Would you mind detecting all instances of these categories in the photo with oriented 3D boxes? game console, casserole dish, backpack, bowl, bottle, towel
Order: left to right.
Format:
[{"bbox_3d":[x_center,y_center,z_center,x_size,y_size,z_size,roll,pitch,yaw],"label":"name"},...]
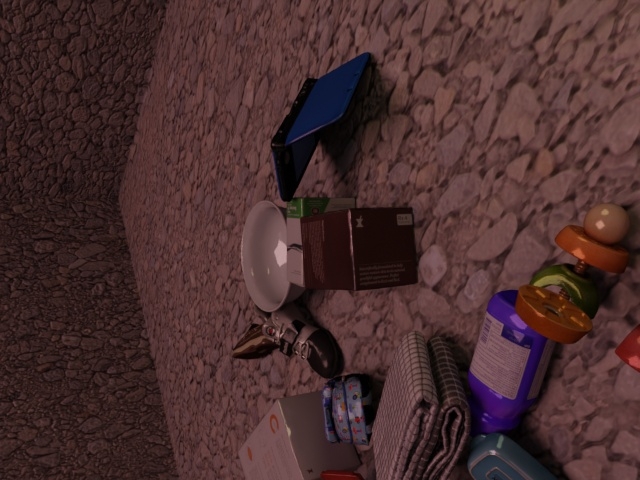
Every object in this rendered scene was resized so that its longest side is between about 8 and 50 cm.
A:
[{"bbox_3d":[-0.096,0.040,1.563,0.297,0.134,0.298,3,94,57],"label":"bowl"},{"bbox_3d":[0.012,-0.259,1.322,0.250,0.173,0.293,83,-159,-43],"label":"game console"},{"bbox_3d":[0.064,0.388,1.299,0.173,0.116,0.158,65,-162,-84],"label":"backpack"},{"bbox_3d":[0.187,0.346,1.075,0.235,0.121,0.284,-85,7,-69],"label":"towel"},{"bbox_3d":[0.311,0.229,0.970,0.118,0.092,0.283,34,121,50],"label":"bottle"},{"bbox_3d":[0.322,0.401,0.945,0.188,0.037,0.114,41,130,15],"label":"casserole dish"}]

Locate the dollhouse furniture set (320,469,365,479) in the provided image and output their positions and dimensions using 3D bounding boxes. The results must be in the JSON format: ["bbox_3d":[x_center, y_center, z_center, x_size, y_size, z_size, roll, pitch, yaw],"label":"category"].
[{"bbox_3d":[0.138,0.612,1.173,0.373,0.201,0.152,-11,118,35],"label":"dollhouse furniture set"}]

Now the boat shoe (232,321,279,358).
[{"bbox_3d":[-0.199,0.310,1.809,0.257,0.095,0.095,-31,53,48],"label":"boat shoe"}]

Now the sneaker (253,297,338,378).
[{"bbox_3d":[-0.078,0.261,1.550,0.330,0.146,0.123,43,126,46],"label":"sneaker"}]

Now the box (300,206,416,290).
[{"bbox_3d":[0.078,0.019,1.254,0.203,0.168,0.167,-6,88,58],"label":"box"}]

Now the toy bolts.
[{"bbox_3d":[0.394,0.059,0.748,0.228,0.218,0.159,36,118,30],"label":"toy bolts"}]

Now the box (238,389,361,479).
[{"bbox_3d":[-0.070,0.582,1.538,0.345,0.168,0.215,-58,45,43],"label":"box"}]

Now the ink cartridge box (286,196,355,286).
[{"bbox_3d":[0.000,0.000,1.392,0.086,0.153,0.209,8,98,58],"label":"ink cartridge box"}]
